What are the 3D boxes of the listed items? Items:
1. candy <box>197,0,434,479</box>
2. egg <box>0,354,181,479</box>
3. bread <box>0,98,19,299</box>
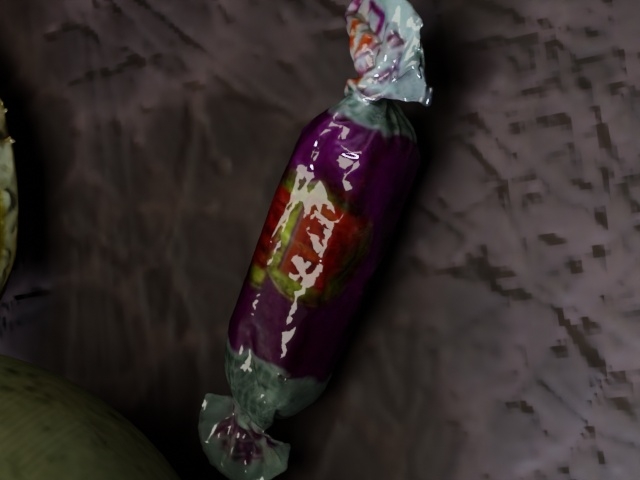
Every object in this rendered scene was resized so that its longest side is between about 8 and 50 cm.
[{"bbox_3d":[0.000,0.000,0.492,0.045,0.043,0.175,30,105,32],"label":"candy"},{"bbox_3d":[-0.104,0.140,0.465,0.177,0.177,0.228,-42,82,21],"label":"egg"},{"bbox_3d":[-0.168,-0.019,0.571,0.094,0.083,0.157,-53,54,39],"label":"bread"}]
